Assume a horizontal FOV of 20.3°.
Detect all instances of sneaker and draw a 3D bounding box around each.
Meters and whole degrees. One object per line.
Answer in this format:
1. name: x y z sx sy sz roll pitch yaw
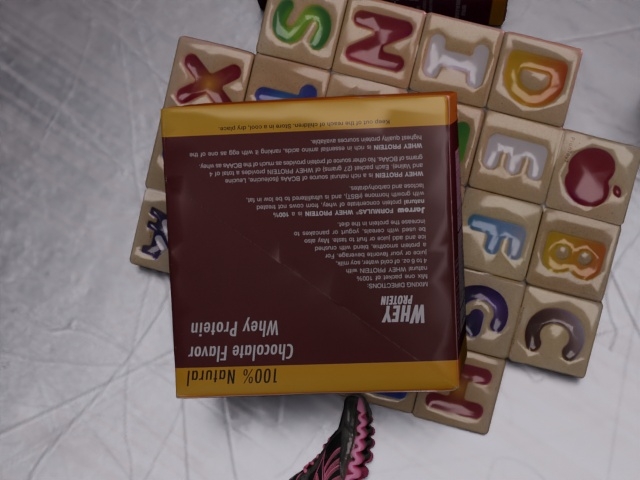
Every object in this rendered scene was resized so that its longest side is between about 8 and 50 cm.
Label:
1. sneaker: 0.005 0.167 1.274 0.057 0.047 0.119 9 79 16

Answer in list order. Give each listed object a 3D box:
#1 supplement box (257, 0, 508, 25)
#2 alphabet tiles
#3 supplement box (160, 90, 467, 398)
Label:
1. supplement box: 0.048 -0.225 1.323 0.188 0.081 0.104 4 80 3
2. alphabet tiles: 0.044 -0.025 1.282 0.342 0.011 0.285 14 96 5
3. supplement box: 0.000 0.000 1.218 0.191 0.129 0.194 -2 95 7
